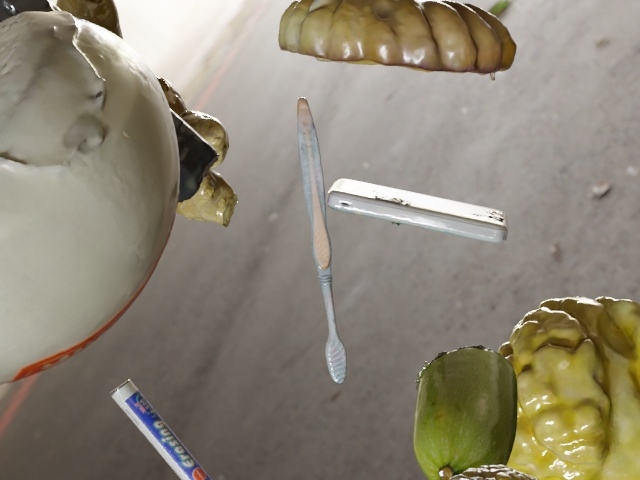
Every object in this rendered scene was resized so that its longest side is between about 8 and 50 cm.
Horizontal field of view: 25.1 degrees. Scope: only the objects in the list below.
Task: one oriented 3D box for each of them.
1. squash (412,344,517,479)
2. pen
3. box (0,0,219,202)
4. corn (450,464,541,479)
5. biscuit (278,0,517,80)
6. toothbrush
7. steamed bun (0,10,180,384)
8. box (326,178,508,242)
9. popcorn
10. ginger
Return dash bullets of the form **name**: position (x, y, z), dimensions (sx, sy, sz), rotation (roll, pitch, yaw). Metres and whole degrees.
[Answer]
- **squash**: position (0.157, 0.205, 1.571), dimensions (0.123, 0.123, 0.187), rotation (-40, 14, 24)
- **pen**: position (-0.129, 0.217, 1.382), dimensions (0.025, 0.204, 0.025), rotation (-40, -3, -3)
- **box**: position (-0.320, -0.169, 1.723), dimensions (0.359, 0.350, 0.091), rotation (-5, 48, 57)
- **corn**: position (0.217, 0.292, 1.456), dimensions (0.106, 0.305, 0.106), rotation (-12, 68, 31)
- **biscuit**: position (0.055, -0.158, 1.082), dimensions (0.118, 0.183, 0.061), rotation (-29, -54, -76)
- **toothbrush**: position (0.000, 0.000, 1.870), dimensions (0.028, 0.375, 0.037), rotation (-7, 1, -6)
- **steamed bun**: position (-0.274, -0.021, 1.297), dimensions (0.374, 0.241, 0.374), rotation (-34, 30, 23)
- **box**: position (0.154, -0.049, 2.264), dimensions (0.142, 0.285, 0.044), rotation (-60, -19, -75)
- **popcorn**: position (0.409, 0.249, 1.991), dimensions (0.381, 0.349, 0.349), rotation (12, 55, 42)
- **ginger**: position (-0.255, -0.176, 2.089), dimensions (0.122, 0.363, 0.348), rotation (-44, -17, -22)
